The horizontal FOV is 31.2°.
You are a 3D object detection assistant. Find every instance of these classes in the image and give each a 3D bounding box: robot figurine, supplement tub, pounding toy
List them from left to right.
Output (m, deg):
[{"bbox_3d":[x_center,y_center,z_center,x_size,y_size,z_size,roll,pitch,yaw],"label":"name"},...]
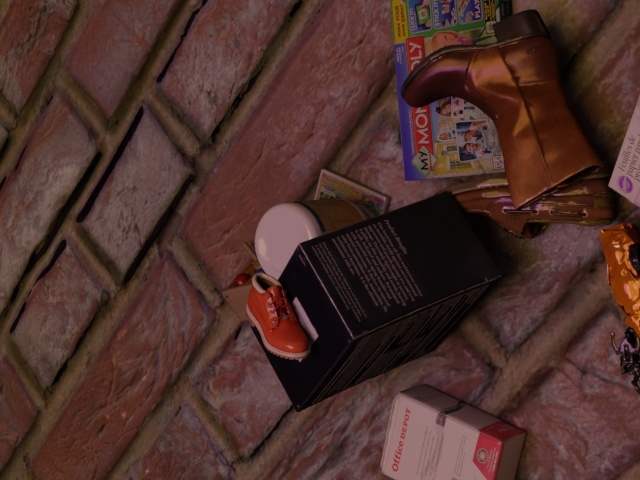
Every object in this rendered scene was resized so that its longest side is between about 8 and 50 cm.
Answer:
[{"bbox_3d":[-0.111,0.068,2.176,0.130,0.141,0.100,-15,114,40],"label":"pounding toy"},{"bbox_3d":[0.000,0.000,1.995,0.144,0.200,0.144,4,97,40],"label":"supplement tub"},{"bbox_3d":[0.522,0.101,1.678,0.211,0.085,0.291,-21,81,40],"label":"robot figurine"}]

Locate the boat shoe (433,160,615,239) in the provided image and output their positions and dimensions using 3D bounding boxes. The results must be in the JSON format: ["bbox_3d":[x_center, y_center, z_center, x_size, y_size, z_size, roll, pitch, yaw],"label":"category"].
[{"bbox_3d":[0.314,-0.052,1.813,0.307,0.111,0.104,-9,89,40],"label":"boat shoe"}]

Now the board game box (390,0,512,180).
[{"bbox_3d":[0.224,-0.264,1.905,0.213,0.046,0.317,-3,93,39],"label":"board game box"}]

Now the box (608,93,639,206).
[{"bbox_3d":[0.486,-0.194,1.607,0.063,0.067,0.324,40,140,30],"label":"box"}]

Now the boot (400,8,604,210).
[{"bbox_3d":[0.273,-0.177,1.778,0.264,0.096,0.280,-22,75,21],"label":"boot"}]

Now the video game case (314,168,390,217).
[{"bbox_3d":[0.047,-0.039,2.096,0.157,0.019,0.143,27,111,35],"label":"video game case"}]

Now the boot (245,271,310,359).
[{"bbox_3d":[-0.065,0.115,1.754,0.158,0.059,0.084,45,137,41],"label":"boot"}]

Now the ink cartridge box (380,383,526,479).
[{"bbox_3d":[0.222,0.360,1.953,0.218,0.092,0.158,21,108,34],"label":"ink cartridge box"}]

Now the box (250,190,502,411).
[{"bbox_3d":[0.081,0.099,1.854,0.182,0.294,0.296,60,149,18],"label":"box"}]
